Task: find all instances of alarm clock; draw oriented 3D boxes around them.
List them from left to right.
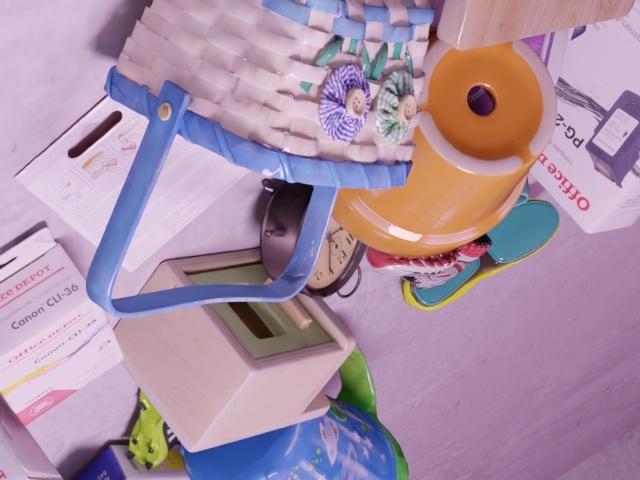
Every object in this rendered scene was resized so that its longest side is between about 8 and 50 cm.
[{"bbox_3d":[0.000,0.000,1.575,0.129,0.064,0.192,-58,142,-20],"label":"alarm clock"}]

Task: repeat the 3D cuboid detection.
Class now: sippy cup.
[{"bbox_3d":[-0.044,0.265,1.859,0.240,0.305,0.224,-23,141,16],"label":"sippy cup"}]

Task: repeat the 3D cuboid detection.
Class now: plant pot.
[{"bbox_3d":[0.108,-0.099,1.353,0.205,0.205,0.188,-32,-178,-19],"label":"plant pot"}]

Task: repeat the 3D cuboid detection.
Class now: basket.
[{"bbox_3d":[-0.050,-0.079,1.196,0.255,0.201,0.289,-7,125,-56],"label":"basket"}]

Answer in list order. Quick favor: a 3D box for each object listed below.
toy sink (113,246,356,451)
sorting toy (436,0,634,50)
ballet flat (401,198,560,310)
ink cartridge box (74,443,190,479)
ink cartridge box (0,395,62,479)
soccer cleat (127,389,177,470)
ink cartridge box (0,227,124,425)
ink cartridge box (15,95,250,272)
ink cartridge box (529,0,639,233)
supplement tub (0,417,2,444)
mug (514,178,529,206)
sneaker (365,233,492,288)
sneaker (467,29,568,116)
[{"bbox_3d":[-0.070,0.101,1.603,0.234,0.153,0.131,-6,140,-53],"label":"toy sink"},{"bbox_3d":[0.185,-0.301,1.254,0.255,0.089,0.257,-18,132,-46],"label":"sorting toy"},{"bbox_3d":[0.199,0.017,2.003,0.231,0.077,0.077,-31,178,-14],"label":"ballet flat"},{"bbox_3d":[-0.298,0.357,1.846,0.303,0.072,0.307,-44,157,12],"label":"ink cartridge box"},{"bbox_3d":[-0.343,0.227,1.432,0.175,0.127,0.072,-43,159,7],"label":"ink cartridge box"},{"bbox_3d":[-0.169,0.181,1.738,0.072,0.060,0.179,-50,169,-49],"label":"soccer cleat"},{"bbox_3d":[-0.250,0.078,1.378,0.115,0.067,0.198,-35,158,-12],"label":"ink cartridge box"},{"bbox_3d":[-0.160,-0.065,1.313,0.145,0.045,0.179,-41,140,3],"label":"ink cartridge box"},{"bbox_3d":[0.318,-0.148,1.655,0.100,0.172,0.237,-11,144,-50],"label":"ink cartridge box"},{"bbox_3d":[-0.325,0.115,1.225,0.144,0.144,0.200,-29,156,-25],"label":"supplement tub"},{"bbox_3d":[0.146,-0.086,1.629,0.129,0.097,0.158,-8,170,16],"label":"mug"},{"bbox_3d":[0.120,0.022,1.844,0.093,0.088,0.225,-49,157,24],"label":"sneaker"},{"bbox_3d":[0.127,-0.152,1.506,0.102,0.161,0.282,0,-120,62],"label":"sneaker"}]
